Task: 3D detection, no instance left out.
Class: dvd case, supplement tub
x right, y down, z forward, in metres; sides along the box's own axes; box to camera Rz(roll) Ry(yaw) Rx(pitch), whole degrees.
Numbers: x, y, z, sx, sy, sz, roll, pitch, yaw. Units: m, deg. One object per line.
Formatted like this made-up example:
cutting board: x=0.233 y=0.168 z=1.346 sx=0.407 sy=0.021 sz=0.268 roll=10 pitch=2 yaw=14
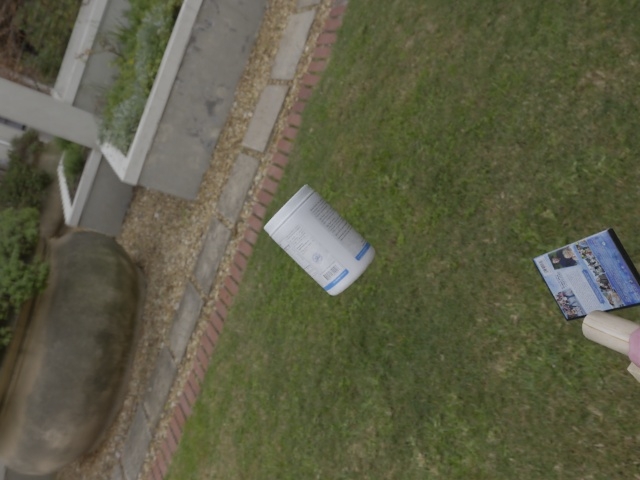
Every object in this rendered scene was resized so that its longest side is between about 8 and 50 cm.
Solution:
dvd case: x=0.633 y=0.089 z=1.348 sx=0.181 sy=0.022 sz=0.253 roll=62 pitch=155 yaw=6
supplement tub: x=0.000 y=0.000 z=0.612 sx=0.071 sy=0.107 sz=0.071 roll=-45 pitch=3 yaw=3

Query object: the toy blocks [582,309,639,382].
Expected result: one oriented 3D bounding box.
toy blocks: x=0.557 y=0.118 z=0.679 sx=0.289 sy=0.309 sz=0.260 roll=-51 pitch=20 yaw=-5
